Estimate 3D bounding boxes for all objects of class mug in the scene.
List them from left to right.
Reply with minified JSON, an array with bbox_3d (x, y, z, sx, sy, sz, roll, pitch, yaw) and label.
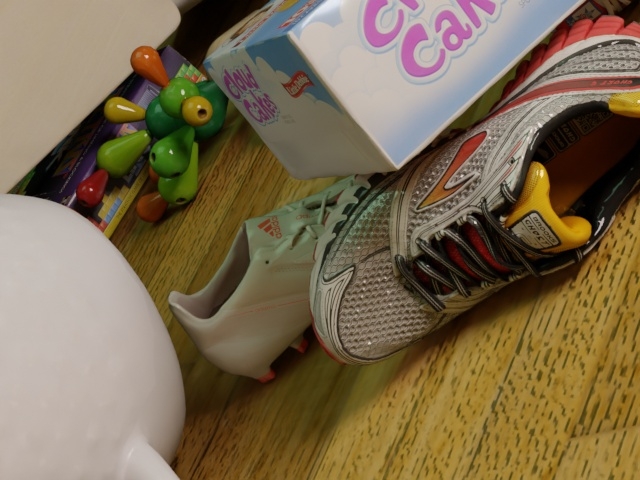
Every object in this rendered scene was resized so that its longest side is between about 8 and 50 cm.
[{"bbox_3d":[-0.218,0.143,1.010,0.328,0.276,0.374,-30,46,-31],"label":"mug"}]

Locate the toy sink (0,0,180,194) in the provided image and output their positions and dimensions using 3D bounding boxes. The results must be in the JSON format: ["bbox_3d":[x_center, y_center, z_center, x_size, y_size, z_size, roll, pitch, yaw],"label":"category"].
[{"bbox_3d":[-0.249,-0.135,1.460,0.234,0.153,0.131,-48,10,-22],"label":"toy sink"}]

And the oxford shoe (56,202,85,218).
[{"bbox_3d":[-0.284,0.073,1.438,0.271,0.097,0.098,-36,32,28],"label":"oxford shoe"}]

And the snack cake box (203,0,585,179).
[{"bbox_3d":[0.078,-0.148,0.984,0.264,0.089,0.152,-43,15,-15],"label":"snack cake box"}]

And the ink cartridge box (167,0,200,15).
[{"bbox_3d":[-0.099,-0.264,1.538,0.273,0.115,0.198,-31,9,36],"label":"ink cartridge box"}]

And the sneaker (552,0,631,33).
[{"bbox_3d":[0.165,-0.145,1.045,0.067,0.042,0.118,-55,16,-25],"label":"sneaker"}]

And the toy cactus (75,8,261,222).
[{"bbox_3d":[-0.087,-0.111,1.385,0.219,0.112,0.180,-38,13,47],"label":"toy cactus"}]

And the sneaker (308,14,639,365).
[{"bbox_3d":[0.083,-0.017,0.936,0.225,0.088,0.093,-43,25,14],"label":"sneaker"}]

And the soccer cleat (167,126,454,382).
[{"bbox_3d":[0.000,0.000,1.068,0.196,0.076,0.068,-42,24,14],"label":"soccer cleat"}]

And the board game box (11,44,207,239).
[{"bbox_3d":[-0.181,-0.067,1.528,0.141,0.048,0.170,-16,40,54],"label":"board game box"}]
